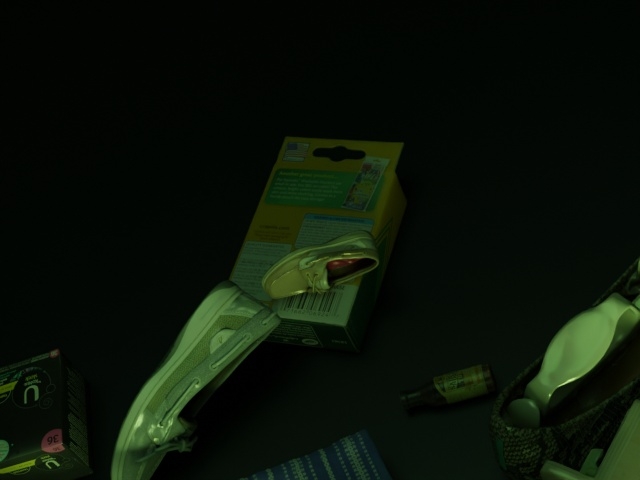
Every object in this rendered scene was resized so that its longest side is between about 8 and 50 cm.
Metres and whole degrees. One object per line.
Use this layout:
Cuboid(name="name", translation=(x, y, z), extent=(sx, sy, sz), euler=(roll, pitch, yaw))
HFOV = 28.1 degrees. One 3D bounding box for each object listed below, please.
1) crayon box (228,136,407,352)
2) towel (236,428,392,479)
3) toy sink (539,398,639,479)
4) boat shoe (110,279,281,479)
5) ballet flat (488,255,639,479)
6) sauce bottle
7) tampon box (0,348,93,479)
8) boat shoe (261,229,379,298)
Cuboid(name="crayon box", translation=(0.000, 0.000, 1.890), extent=(0.203, 0.083, 0.323), euler=(5, 58, 24))
Cuboid(name="towel", translation=(-0.058, 0.365, 1.546), extent=(0.336, 0.040, 0.243), euler=(-20, 37, -7))
Cuboid(name="toy sink", translation=(0.396, 0.284, 1.479), extent=(0.234, 0.153, 0.131), euler=(18, 63, 32))
Cuboid(name="boat shoe", translation=(-0.178, 0.211, 1.757), extent=(0.103, 0.118, 0.320), euler=(32, 85, 12))
Cuboid(name="ballet flat", translation=(0.395, 0.108, 1.590), extent=(0.483, 0.182, 0.164), euler=(-41, 50, -12))
Cuboid(name="sauce bottle", translation=(0.169, 0.198, 1.702), extent=(0.128, 0.042, 0.042), euler=(-17, 51, 7))
Cuboid(name="tampon box", translation=(-0.404, 0.261, 1.838), extent=(0.120, 0.101, 0.161), euler=(-19, 51, 8))
Cuboid(name="boat shoe", translation=(0.002, 0.042, 1.763), extent=(0.170, 0.063, 0.059), euler=(-25, 45, 1))
